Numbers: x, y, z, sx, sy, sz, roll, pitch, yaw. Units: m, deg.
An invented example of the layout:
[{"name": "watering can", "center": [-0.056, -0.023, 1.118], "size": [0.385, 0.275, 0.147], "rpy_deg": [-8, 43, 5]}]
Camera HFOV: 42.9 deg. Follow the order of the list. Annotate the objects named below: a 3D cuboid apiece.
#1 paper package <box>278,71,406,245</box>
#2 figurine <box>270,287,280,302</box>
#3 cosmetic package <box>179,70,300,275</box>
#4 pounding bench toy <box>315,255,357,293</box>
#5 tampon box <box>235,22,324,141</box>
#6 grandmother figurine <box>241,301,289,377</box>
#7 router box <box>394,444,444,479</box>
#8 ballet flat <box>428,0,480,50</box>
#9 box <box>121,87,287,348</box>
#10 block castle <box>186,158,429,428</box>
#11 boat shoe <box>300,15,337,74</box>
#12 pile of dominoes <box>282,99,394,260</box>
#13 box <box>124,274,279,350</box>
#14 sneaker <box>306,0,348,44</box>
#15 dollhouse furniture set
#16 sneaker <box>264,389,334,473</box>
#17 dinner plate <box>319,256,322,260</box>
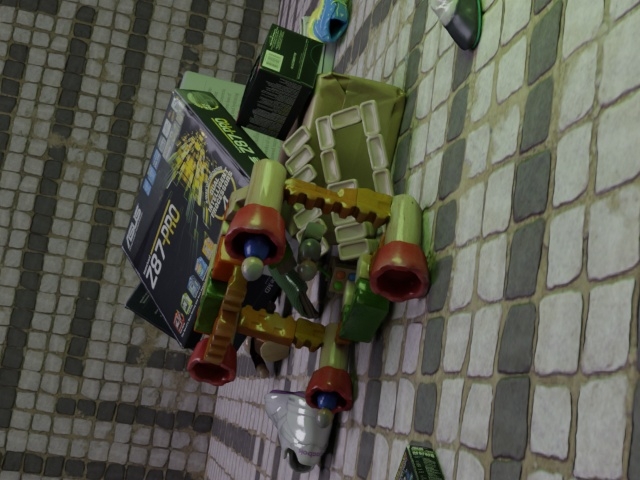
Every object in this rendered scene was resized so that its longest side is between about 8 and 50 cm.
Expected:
[{"name": "paper package", "center": [0.021, -0.161, 1.581], "size": [0.325, 0.168, 0.309], "rpy_deg": [-133, 54, -75]}, {"name": "figurine", "center": [-0.148, 0.067, 2.451], "size": [0.209, 0.093, 0.214], "rpy_deg": [-133, 55, -66]}, {"name": "cosmetic package", "center": [-0.193, -0.157, 2.004], "size": [0.327, 0.394, 0.329], "rpy_deg": [111, 169, -45]}, {"name": "pounding bench toy", "center": [0.028, 0.065, 1.545], "size": [0.065, 0.083, 0.052], "rpy_deg": [-108, 30, -68]}, {"name": "tampon box", "center": [-0.076, -0.284, 1.475], "size": [0.161, 0.102, 0.120], "rpy_deg": [126, 159, -53]}, {"name": "grandmother figurine", "center": [-0.158, 0.273, 2.250], "size": [0.342, 0.104, 0.207], "rpy_deg": [143, 146, -70]}, {"name": "router box", "center": [0.115, 0.329, 0.997], "size": [0.092, 0.038, 0.122], "rpy_deg": [-104, 27, -63]}, {"name": "ballet flat", "center": [0.189, -0.360, 1.174], "size": [0.074, 0.074, 0.203], "rpy_deg": [120, 157, -60]}, {"name": "box", "center": [-0.234, -0.041, 1.558], "size": [0.318, 0.097, 0.394], "rpy_deg": [52, 129, 36]}, {"name": "block castle", "center": [-0.037, 0.108, 1.292], "size": [0.453, 0.303, 0.212], "rpy_deg": [114, 168, -50]}, {"name": "boat shoe", "center": [-0.054, -0.447, 2.225], "size": [0.136, 0.157, 0.366], "rpy_deg": [158, 123, -77]}, {"name": "pile of dominoes", "center": [0.037, -0.091, 1.384], "size": [0.040, 0.196, 0.251], "rpy_deg": [-1, -100, -60]}, {"name": "box", "center": [-0.298, 0.125, 2.205], "size": [0.343, 0.313, 0.179], "rpy_deg": [-56, 3, -10]}, {"name": "sneaker", "center": [0.048, -0.622, 2.131], "size": [0.126, 0.091, 0.240], "rpy_deg": [32, 109, 54]}, {"name": "dollhouse furniture set", "center": [-0.132, 0.061, 1.747], "size": [0.197, 0.151, 0.301], "rpy_deg": [61, 175, 34]}, {"name": "sneaker", "center": [-0.055, 0.372, 1.598], "size": [0.305, 0.114, 0.152], "rpy_deg": [143, 137, -74]}, {"name": "dinner plate", "center": [0.000, 0.000, 1.916], "size": [0.141, 0.017, 0.141], "rpy_deg": [-169, 90, -78]}]
